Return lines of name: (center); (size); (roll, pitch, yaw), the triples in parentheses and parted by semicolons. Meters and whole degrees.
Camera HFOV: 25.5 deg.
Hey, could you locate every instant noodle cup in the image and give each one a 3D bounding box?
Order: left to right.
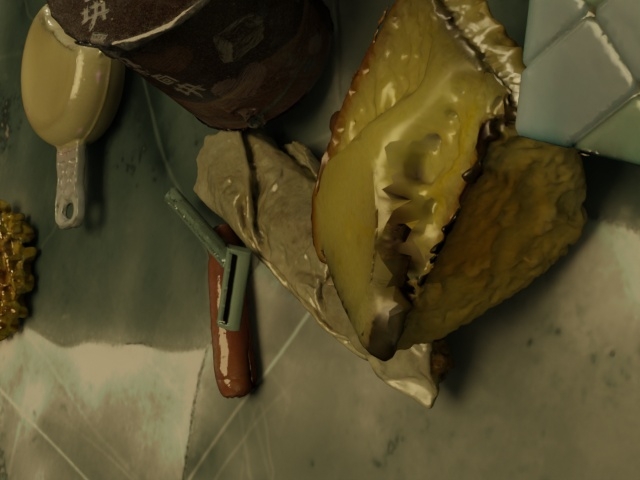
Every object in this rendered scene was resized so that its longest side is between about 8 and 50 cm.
instant noodle cup: (-0.108, -0.219, 1.289); (0.218, 0.207, 0.217); (-12, 62, 23)

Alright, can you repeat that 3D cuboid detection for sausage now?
sausage: (-0.090, 0.068, 1.392); (0.040, 0.047, 0.176); (-8, 74, 3)

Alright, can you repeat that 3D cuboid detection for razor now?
razor: (-0.109, 0.000, 1.379); (0.211, 0.036, 0.084); (-128, 43, -55)

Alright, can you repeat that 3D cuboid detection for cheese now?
cheese: (-0.297, -0.145, 1.635); (0.163, 0.071, 0.248); (21, 102, 48)

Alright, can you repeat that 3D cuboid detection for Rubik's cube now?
Rubik's cube: (0.252, -0.142, 0.917); (0.265, 0.213, 0.224); (20, 115, 37)

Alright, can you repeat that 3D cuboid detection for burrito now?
burrito: (0.000, 0.000, 1.270); (0.392, 0.076, 0.117); (43, 117, 43)

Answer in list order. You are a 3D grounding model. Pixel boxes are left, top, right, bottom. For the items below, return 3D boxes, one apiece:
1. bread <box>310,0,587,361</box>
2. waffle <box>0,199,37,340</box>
bread: (0.098, -0.059, 1.103); (0.262, 0.163, 0.204); (-60, 45, 31)
waffle: (-0.409, 0.038, 1.761); (0.191, 0.038, 0.191); (-9, 79, 48)
